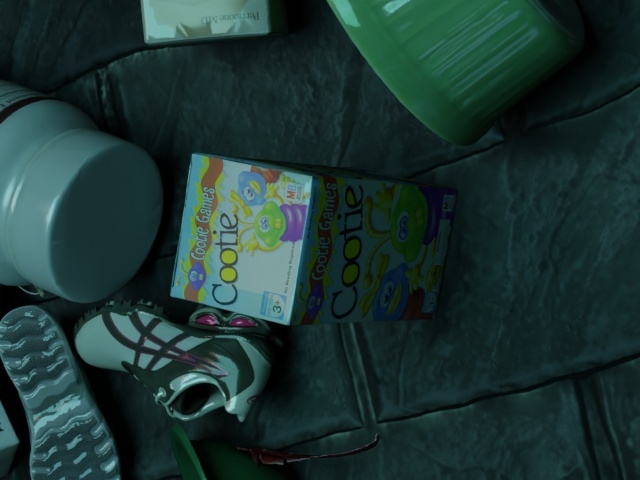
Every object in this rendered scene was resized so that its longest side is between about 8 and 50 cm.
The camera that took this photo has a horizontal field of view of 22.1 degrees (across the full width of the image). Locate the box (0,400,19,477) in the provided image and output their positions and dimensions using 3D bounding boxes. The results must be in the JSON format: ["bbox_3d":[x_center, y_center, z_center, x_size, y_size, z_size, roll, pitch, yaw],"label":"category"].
[{"bbox_3d":[-0.483,0.216,1.968,0.182,0.181,0.119,62,151,18],"label":"box"}]

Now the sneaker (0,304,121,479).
[{"bbox_3d":[-0.294,0.202,1.923,0.105,0.115,0.281,-13,98,2],"label":"sneaker"}]

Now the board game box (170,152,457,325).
[{"bbox_3d":[0.000,0.000,1.619,0.142,0.275,0.144,12,96,33],"label":"board game box"}]

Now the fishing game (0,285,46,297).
[{"bbox_3d":[-0.468,0.083,1.957,0.189,0.264,0.041,40,149,48],"label":"fishing game"}]

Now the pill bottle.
[{"bbox_3d":[-0.388,-0.078,1.905,0.392,0.224,0.224,22,101,31],"label":"pill bottle"}]

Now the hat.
[{"bbox_3d":[-0.045,0.255,1.788,0.208,0.183,0.173,-130,23,-55],"label":"hat"}]

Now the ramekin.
[{"bbox_3d":[0.118,-0.254,1.542,0.148,0.303,0.303,-33,72,20],"label":"ramekin"}]

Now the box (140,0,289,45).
[{"bbox_3d":[-0.123,-0.367,1.751,0.148,0.121,0.311,-5,95,8],"label":"box"}]

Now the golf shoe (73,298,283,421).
[{"bbox_3d":[-0.174,0.133,1.811,0.273,0.105,0.120,-3,61,34],"label":"golf shoe"}]
